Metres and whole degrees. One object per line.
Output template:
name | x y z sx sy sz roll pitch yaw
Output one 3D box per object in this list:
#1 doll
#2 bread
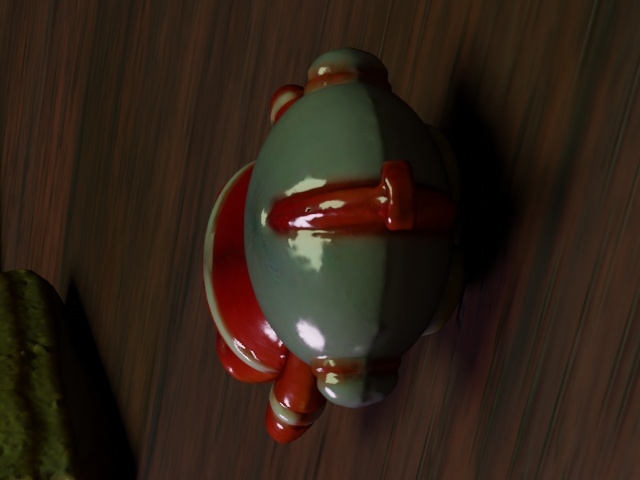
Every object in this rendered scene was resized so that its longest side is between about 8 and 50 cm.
doll | 0.000 0.000 0.703 0.245 0.076 0.142 151 117 -72
bread | -0.198 0.145 1.204 0.234 0.111 0.184 -116 30 -55
